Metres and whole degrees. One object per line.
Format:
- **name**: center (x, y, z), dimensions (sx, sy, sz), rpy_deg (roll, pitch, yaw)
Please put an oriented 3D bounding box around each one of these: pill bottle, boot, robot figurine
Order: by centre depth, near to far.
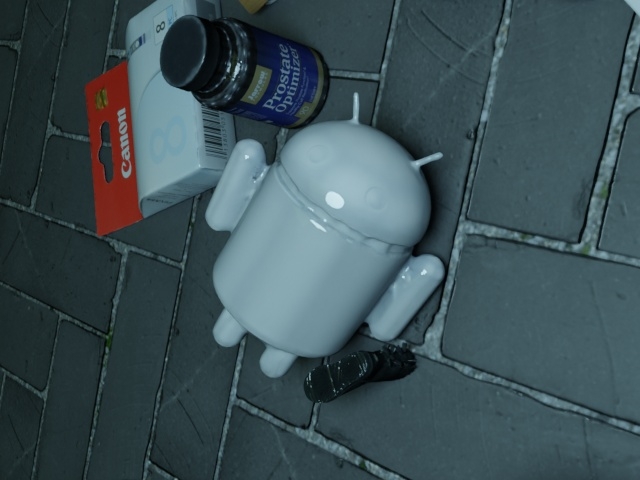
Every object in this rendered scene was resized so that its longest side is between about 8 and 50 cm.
- **robot figurine**: center (0.000, 0.000, 1.027), dimensions (0.300, 0.200, 0.353), rpy_deg (33, 113, -3)
- **boot**: center (0.051, 0.164, 1.033), dimensions (0.121, 0.099, 0.045), rpy_deg (-35, 65, 36)
- **pill bottle**: center (-0.101, -0.228, 1.128), dimensions (0.122, 0.219, 0.123), rpy_deg (-5, 82, 41)

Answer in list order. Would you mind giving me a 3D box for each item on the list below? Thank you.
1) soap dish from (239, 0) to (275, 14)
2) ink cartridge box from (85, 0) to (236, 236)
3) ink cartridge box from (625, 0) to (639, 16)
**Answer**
- **soap dish**: center (-0.056, -0.503, 1.183), dimensions (0.291, 0.118, 0.229), rpy_deg (-34, 64, 36)
- **ink cartridge box**: center (-0.305, -0.202, 1.397), dimensions (0.385, 0.091, 0.308), rpy_deg (-19, 73, 38)
- **ink cartridge box**: center (0.310, -0.360, 0.733), dimensions (0.307, 0.129, 0.223), rpy_deg (54, 149, 14)
